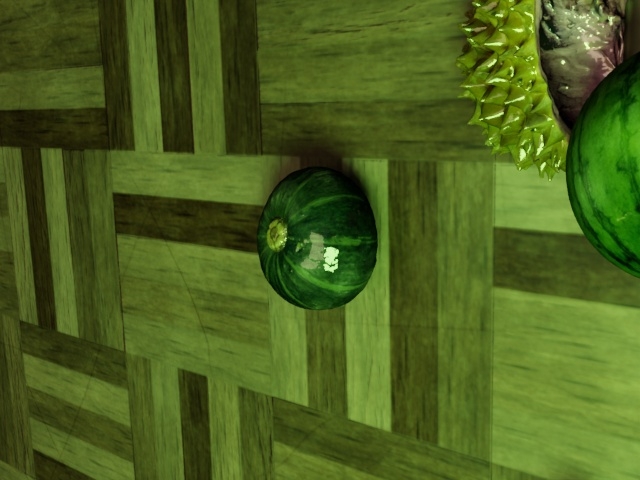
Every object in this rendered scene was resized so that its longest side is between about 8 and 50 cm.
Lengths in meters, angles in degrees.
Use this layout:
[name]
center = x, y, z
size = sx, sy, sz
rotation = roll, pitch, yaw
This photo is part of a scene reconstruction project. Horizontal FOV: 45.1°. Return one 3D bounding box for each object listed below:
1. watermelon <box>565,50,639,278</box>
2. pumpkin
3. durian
[watermelon]
center = 0.289, -0.047, 0.589
size = 0.188, 0.188, 0.214
rotation = -22, 75, 41
[pumpkin]
center = -0.003, 0.000, 0.888
size = 0.167, 0.125, 0.167
rotation = -19, 62, 42
[durian]
center = 0.189, -0.186, 0.704
size = 0.186, 0.154, 0.260
rotation = 174, 93, -65
